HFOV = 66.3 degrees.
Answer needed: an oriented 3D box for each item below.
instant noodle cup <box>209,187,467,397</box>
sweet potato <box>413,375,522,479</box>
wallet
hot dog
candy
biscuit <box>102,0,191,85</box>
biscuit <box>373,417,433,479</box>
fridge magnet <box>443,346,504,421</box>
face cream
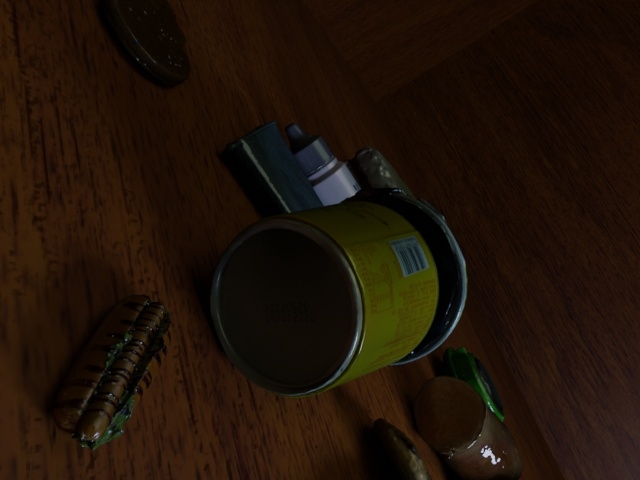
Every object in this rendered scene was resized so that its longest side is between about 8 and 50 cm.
[{"bbox_3d":[0.022,0.048,0.494,0.236,0.215,0.216,-4,66,-63],"label":"instant noodle cup"},{"bbox_3d":[0.280,0.363,0.831,0.337,0.131,0.131,49,21,-30],"label":"sweet potato"},{"bbox_3d":[0.000,0.000,0.735,0.379,0.046,0.191,56,17,-13],"label":"wallet"},{"bbox_3d":[-0.120,0.074,0.302,0.049,0.037,0.122,49,19,-23],"label":"hot dog"},{"bbox_3d":[0.145,-0.051,1.072,0.320,0.135,0.180,28,38,-59],"label":"candy"},{"bbox_3d":[-0.205,-0.253,0.588,0.124,0.026,0.175,46,23,-43],"label":"biscuit"},{"bbox_3d":[0.129,0.320,0.574,0.247,0.028,0.118,61,-14,2],"label":"biscuit"},{"bbox_3d":[0.335,0.332,1.079,0.208,0.088,0.208,52,20,-27],"label":"fridge magnet"},{"bbox_3d":[0.031,-0.066,0.852,0.311,0.092,0.092,55,18,-15],"label":"face cream"}]
